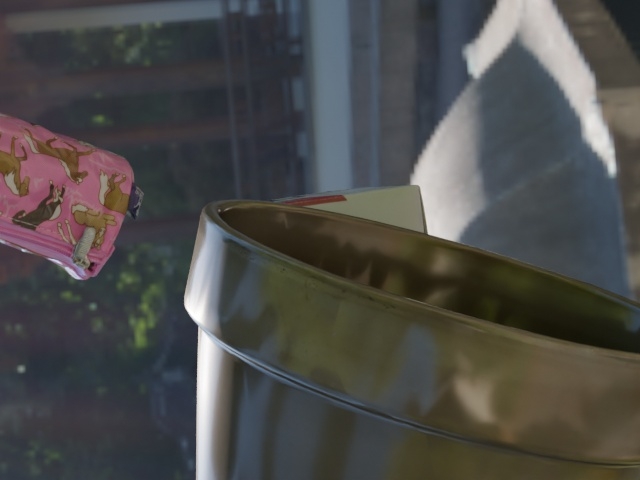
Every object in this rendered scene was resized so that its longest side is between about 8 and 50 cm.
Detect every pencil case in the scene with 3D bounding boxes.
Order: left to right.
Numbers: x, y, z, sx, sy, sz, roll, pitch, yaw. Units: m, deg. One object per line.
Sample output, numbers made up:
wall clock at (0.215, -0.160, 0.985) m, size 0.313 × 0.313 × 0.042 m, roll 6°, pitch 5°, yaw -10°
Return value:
pencil case at (-0.397, -0.077, 1.689) m, size 0.167 × 0.386 × 0.160 m, roll 15°, pitch 85°, yaw 55°

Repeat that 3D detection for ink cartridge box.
ink cartridge box at (0.000, 0.000, 1.165) m, size 0.175 × 0.127 × 0.072 m, roll -171°, pitch 73°, yaw -79°

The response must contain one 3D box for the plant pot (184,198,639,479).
plant pot at (0.047, 0.149, 0.930) m, size 0.323 × 0.323 × 0.280 m, roll -112°, pitch 38°, yaw -79°
